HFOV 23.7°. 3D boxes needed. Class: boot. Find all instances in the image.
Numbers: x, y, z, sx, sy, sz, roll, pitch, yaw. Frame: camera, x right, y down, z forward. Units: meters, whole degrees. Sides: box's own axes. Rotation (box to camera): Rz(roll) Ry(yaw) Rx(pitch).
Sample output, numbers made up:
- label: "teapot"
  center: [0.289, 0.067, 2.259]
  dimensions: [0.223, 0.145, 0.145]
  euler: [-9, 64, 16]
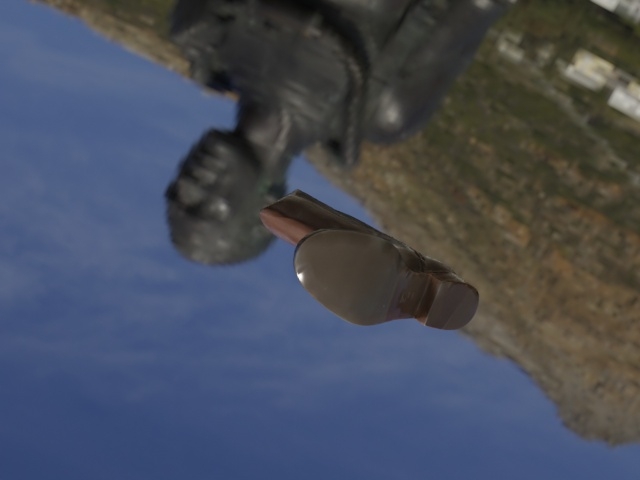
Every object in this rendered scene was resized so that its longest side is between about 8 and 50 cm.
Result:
- label: "boot"
  center: [0.000, 0.000, 0.668]
  dimensions: [0.106, 0.037, 0.114]
  euler: [23, -172, -42]
